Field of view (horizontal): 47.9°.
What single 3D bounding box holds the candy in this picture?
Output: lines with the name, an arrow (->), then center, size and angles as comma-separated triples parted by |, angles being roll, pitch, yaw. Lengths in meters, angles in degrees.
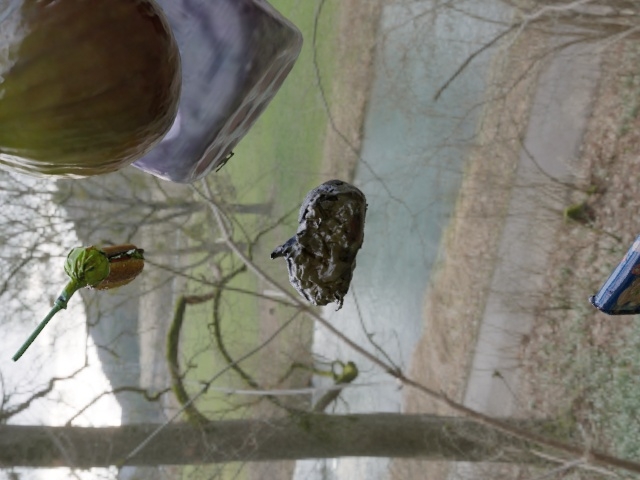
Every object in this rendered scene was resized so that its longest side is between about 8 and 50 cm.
candy -> -0.354, 0.085, 0.976 | 0.058, 0.062, 0.193 | -36, 21, 55

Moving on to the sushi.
sushi -> 0.000, 0.000, 1.225 | 0.115, 0.147, 0.212 | -67, -4, -72

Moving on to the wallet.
wallet -> 0.575, 0.043, 1.275 | 0.059, 0.141, 0.202 | 49, 122, 41

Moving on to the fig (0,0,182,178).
fig -> -0.206, -0.096, 0.480 | 0.160, 0.231, 0.143 | 60, 174, -28

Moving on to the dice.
dice -> -0.203, -0.256, 0.990 | 0.270, 0.271, 0.270 | -51, 3, 14

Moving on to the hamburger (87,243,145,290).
hamburger -> -0.503, 0.067, 1.730 | 0.137, 0.166, 0.087 | -35, 75, 42
